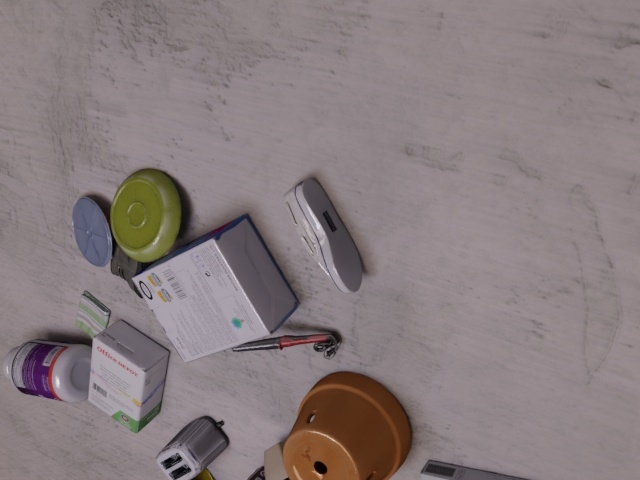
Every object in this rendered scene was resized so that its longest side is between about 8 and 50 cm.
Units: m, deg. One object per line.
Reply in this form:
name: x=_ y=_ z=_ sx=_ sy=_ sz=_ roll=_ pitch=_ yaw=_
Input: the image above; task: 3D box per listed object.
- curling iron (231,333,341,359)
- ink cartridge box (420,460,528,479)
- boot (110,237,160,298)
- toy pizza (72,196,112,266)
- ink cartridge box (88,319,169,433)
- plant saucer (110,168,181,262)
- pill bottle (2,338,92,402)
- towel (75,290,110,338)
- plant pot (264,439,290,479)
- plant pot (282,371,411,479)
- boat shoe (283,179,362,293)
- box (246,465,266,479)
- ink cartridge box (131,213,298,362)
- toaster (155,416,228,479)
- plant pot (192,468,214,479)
curling iron: x=-0.085 y=0.260 z=1.686 sx=0.274 sy=0.035 sz=0.068 roll=-3 pitch=111 yaw=8
ink cartridge box: x=0.384 y=0.655 z=1.635 sx=0.275 sy=0.060 sz=0.238 roll=1 pitch=112 yaw=32
boot: x=-0.507 y=0.027 z=1.871 sx=0.161 sy=0.083 sz=0.246 roll=34 pitch=123 yaw=26
toy pizza: x=-0.629 y=-0.024 z=1.928 sx=0.201 sy=0.032 sz=0.201 roll=17 pitch=115 yaw=40
ink cartridge box: x=-0.578 y=0.408 z=2.076 sx=0.201 sy=0.117 sz=0.278 roll=29 pitch=126 yaw=17
plant saucer: x=-0.455 y=-0.065 z=1.754 sx=0.241 sy=0.037 sz=0.241 roll=-2 pitch=87 yaw=31
pill bottle: x=-0.866 y=0.412 z=2.218 sx=0.323 sy=0.181 sz=0.181 roll=0 pitch=113 yaw=33
towel: x=-0.705 y=0.240 z=2.132 sx=0.113 sy=0.023 sz=0.152 roll=37 pitch=127 yaw=13
plant pot: x=-0.091 y=0.596 z=1.871 sx=0.109 sy=0.109 sz=0.096 roll=-42 pitch=62 yaw=39
plant pot: x=0.045 y=0.491 z=1.651 sx=0.291 sy=0.203 sz=0.290 roll=10 pitch=111 yaw=26
boat shoe: x=0.000 y=0.000 z=1.527 sx=0.088 sy=0.096 sz=0.267 roll=-24 pitch=98 yaw=42
box: x=-0.049 y=0.805 z=1.904 sx=0.381 sy=0.143 sz=0.191 roll=18 pitch=114 yaw=23
ink cartridge box: x=-0.288 y=0.136 z=1.737 sx=0.395 sy=0.151 sz=0.270 roll=-24 pitch=100 yaw=36
toaster: x=-0.378 y=0.621 z=2.039 sx=0.227 sy=0.146 sz=0.129 roll=-36 pitch=92 yaw=39
plant pot: x=-0.419 y=0.860 z=2.106 sx=0.187 sy=0.212 sz=0.212 roll=-36 pitch=79 yaw=32
